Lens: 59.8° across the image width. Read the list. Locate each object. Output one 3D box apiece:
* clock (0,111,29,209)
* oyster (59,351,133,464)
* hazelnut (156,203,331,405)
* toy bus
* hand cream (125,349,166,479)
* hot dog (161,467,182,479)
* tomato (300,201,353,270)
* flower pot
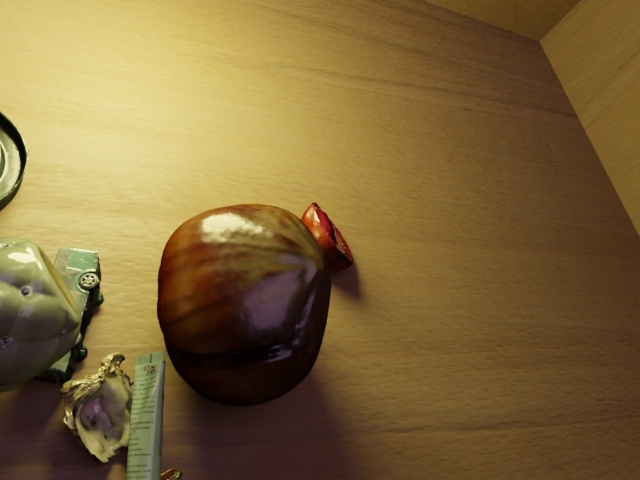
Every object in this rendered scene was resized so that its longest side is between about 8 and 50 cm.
[{"bbox_3d":[-0.754,-0.166,1.103,0.313,0.061,0.312,16,54,-23],"label":"clock"},{"bbox_3d":[-0.398,0.300,1.019,0.163,0.081,0.191,48,45,-33],"label":"oyster"},{"bbox_3d":[-0.151,0.115,1.109,0.359,0.359,0.409,7,51,-28],"label":"hazelnut"},{"bbox_3d":[-0.483,0.139,1.059,0.109,0.091,0.261,11,54,-12],"label":"toy bus"},{"bbox_3d":[-0.314,0.365,0.986,0.058,0.085,0.331,20,58,-49],"label":"hand cream"},{"bbox_3d":[-0.292,0.446,1.017,0.083,0.021,0.037,-13,58,-36],"label":"hot dog"},{"bbox_3d":[0.000,0.000,1.441,0.189,0.099,0.173,48,14,-52],"label":"tomato"},{"bbox_3d":[-0.505,0.114,0.880,0.195,0.246,0.246,-31,79,-17],"label":"flower pot"}]
